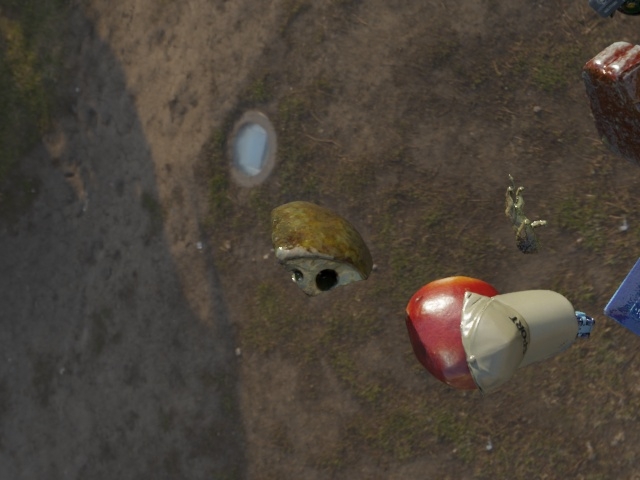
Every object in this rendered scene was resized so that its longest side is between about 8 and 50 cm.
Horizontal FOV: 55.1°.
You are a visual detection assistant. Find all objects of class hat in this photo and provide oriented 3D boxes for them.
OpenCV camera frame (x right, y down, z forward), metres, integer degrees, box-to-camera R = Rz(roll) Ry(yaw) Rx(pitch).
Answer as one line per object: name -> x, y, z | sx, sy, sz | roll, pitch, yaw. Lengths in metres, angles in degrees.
hat -> 0.283, 0.132, 0.869 | 0.175, 0.085, 0.147 | -17, 93, 1

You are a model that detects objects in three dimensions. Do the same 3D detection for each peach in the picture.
peach -> 0.288, 0.188, 1.270 | 0.243, 0.244, 0.199 | 51, 137, 23

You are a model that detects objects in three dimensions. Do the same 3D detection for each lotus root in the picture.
lotus root -> 0.006, -0.001, 1.257 | 0.142, 0.314, 0.210 | -31, 112, 10

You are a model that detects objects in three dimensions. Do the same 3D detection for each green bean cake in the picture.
green bean cake -> 0.574, -0.230, 1.079 | 0.097, 0.232, 0.198 | -38, 35, -1

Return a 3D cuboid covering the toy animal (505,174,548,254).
toy animal -> 0.493, -0.057, 1.489 | 0.086, 0.069, 0.219 | 1, 114, 56

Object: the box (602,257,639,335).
box -> 0.983, 0.171, 1.688 | 0.279, 0.116, 0.261 | 39, 109, 38

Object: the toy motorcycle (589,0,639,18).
toy motorcycle -> 0.540, -0.481, 1.005 | 0.187, 0.124, 0.274 | 33, 156, -5

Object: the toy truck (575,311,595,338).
toy truck -> 0.674, 0.225, 1.672 | 0.074, 0.136, 0.063 | -120, 38, -59
